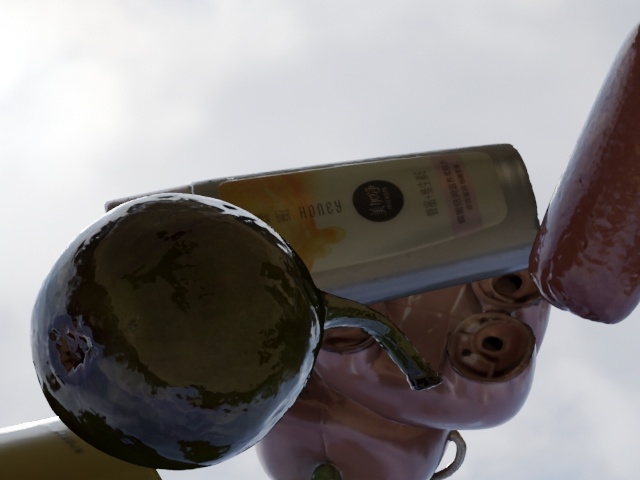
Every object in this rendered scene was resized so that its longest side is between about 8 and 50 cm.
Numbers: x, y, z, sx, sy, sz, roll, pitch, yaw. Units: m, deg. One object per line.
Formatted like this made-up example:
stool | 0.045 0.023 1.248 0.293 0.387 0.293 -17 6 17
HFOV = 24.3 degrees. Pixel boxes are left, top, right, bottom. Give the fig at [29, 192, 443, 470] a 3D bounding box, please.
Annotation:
fig | -0.019 0.044 0.689 0.236 0.124 0.124 6 -144 -42

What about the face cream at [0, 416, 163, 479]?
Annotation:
face cream | -0.185 0.214 0.803 0.179 0.218 0.218 -10 -135 -33

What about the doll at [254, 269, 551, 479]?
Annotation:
doll | 0.052 0.118 1.105 0.216 0.268 0.284 12 -129 14

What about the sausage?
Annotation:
sausage | 0.150 -0.035 0.706 0.062 0.154 0.062 19 -159 -7

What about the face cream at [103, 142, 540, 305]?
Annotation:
face cream | 0.000 0.000 0.948 0.269 0.073 0.107 -9 -127 -7
